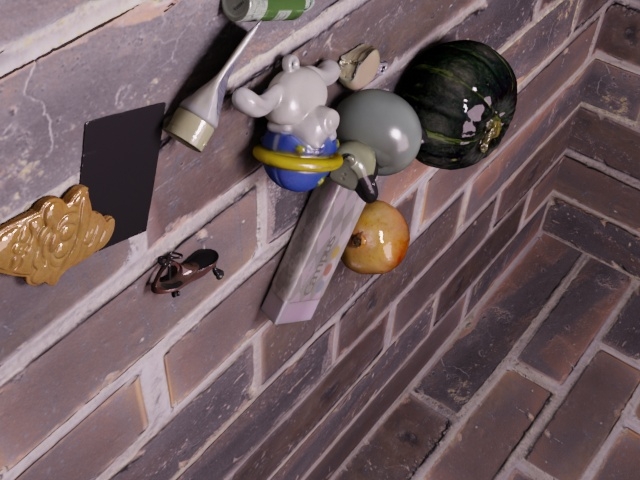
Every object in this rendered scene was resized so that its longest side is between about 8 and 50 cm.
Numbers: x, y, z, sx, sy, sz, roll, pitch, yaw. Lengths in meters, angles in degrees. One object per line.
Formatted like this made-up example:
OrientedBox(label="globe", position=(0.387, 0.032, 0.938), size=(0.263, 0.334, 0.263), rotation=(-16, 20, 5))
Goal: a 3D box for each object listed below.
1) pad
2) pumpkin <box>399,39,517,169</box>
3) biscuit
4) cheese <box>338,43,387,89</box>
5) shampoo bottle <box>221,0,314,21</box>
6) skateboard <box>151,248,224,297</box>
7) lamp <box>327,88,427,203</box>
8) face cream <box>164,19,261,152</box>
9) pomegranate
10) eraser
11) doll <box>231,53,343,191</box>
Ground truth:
OrientedBox(label="pad", position=(-0.315, -0.092, 1.329), size=(0.163, 0.004, 0.243), rotation=(-28, 141, -50))
OrientedBox(label="pumpkin", position=(0.325, -0.322, 2.036), size=(0.323, 0.241, 0.323), rotation=(-43, 149, -35))
OrientedBox(label="biscuit", position=(-0.395, 0.000, 1.242), size=(0.250, 0.035, 0.162), rotation=(-17, 128, -53))
OrientedBox(label="cheese", position=(0.096, -0.367, 1.772), size=(0.171, 0.047, 0.092), rotation=(-34, 148, -44))
OrientedBox(label="shampoo bottle", position=(-0.078, -0.390, 1.393), size=(0.204, 0.065, 0.065), rotation=(-23, 137, -54))
OrientedBox(label="skateboard", position=(-0.249, 0.051, 1.563), size=(0.151, 0.067, 0.080), rotation=(-29, 132, -44))
OrientedBox(label="lamp", position=(0.101, -0.203, 1.757), size=(0.244, 0.197, 0.198), rotation=(-55, 158, -33))
OrientedBox(label="face cream", position=(-0.164, -0.253, 1.365), size=(0.224, 0.070, 0.114), rotation=(-60, -169, -5))
OrientedBox(label="pomegranate", position=(0.124, -0.008, 2.087), size=(0.191, 0.191, 0.191), rotation=(-44, 152, -32))
OrientedBox(label="eraser", position=(0.000, -0.001, 1.957), size=(0.213, 0.082, 0.397), rotation=(-1, 118, -62))
OrientedBox(label="doll", position=(-0.046, -0.202, 1.542), size=(0.311, 0.159, 0.242), rotation=(-11, 128, -58))
